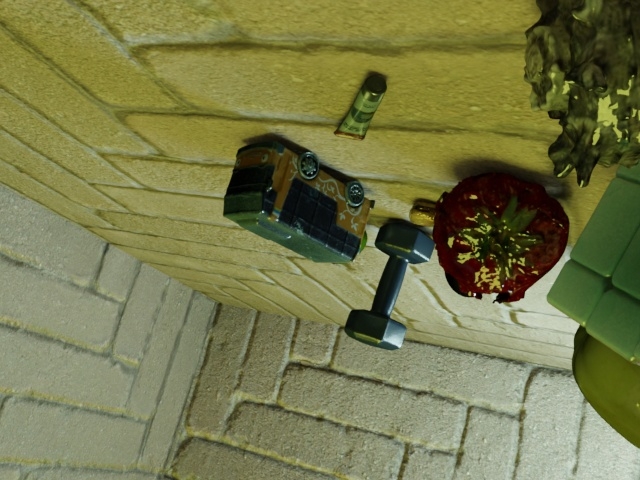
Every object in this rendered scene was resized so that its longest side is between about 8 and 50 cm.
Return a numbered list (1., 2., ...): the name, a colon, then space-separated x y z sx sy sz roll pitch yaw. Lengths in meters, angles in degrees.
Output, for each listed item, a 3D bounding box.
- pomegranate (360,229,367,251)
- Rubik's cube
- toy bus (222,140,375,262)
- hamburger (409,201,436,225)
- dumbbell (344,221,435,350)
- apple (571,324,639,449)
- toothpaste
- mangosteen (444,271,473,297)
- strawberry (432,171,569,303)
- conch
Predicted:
1. pomegranate: 0.061 0.007 1.852 0.143 0.122 0.169 -18 146 26
2. Rubik's cube: 0.603 0.062 1.000 0.319 0.321 0.316 22 -171 -23
3. toy bus: -0.048 -0.079 1.529 0.324 0.194 0.162 27 161 -38
4. hamburger: 0.247 -0.063 1.583 0.076 0.044 0.083 17 162 1
5. dumbbell: 0.180 0.119 1.753 0.144 0.324 0.160 10 166 47
6. apple: 0.800 0.267 1.505 0.474 0.473 0.473 14 164 4
7. toothpaste: 0.072 -0.226 1.198 0.062 0.039 0.239 10 167 -7
8. mangosteen: 0.412 0.083 1.817 0.151 0.137 0.137 -37 136 26
9. strawberry: 0.359 -0.015 1.361 0.274 0.274 0.220 14 -158 5
10. conch: 0.318 -0.194 0.799 0.186 0.240 0.313 -31 168 24
